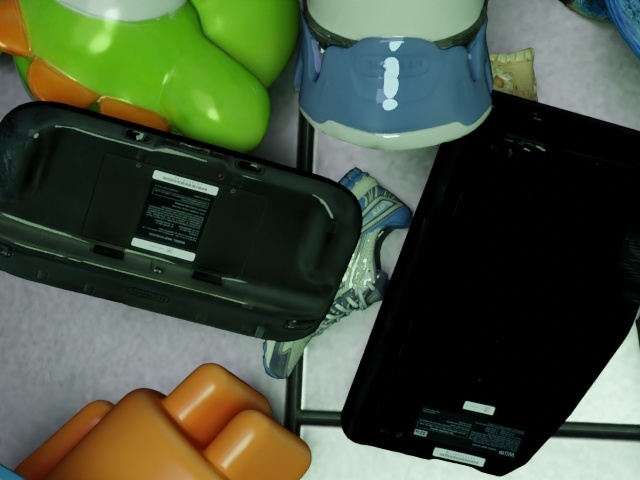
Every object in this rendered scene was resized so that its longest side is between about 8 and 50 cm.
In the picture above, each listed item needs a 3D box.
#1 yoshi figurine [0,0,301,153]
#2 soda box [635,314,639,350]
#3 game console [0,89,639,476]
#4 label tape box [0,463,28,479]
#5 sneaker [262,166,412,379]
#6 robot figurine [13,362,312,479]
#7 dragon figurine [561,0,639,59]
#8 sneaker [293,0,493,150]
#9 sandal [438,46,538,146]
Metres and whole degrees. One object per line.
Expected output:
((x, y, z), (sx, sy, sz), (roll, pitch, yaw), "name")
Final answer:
((-0.151, -0.184, 0.909), (0.203, 0.203, 0.362), (-43, 86, -13), "yoshi figurine")
((0.244, 0.170, 0.841), (0.091, 0.098, 0.286), (-10, 81, 7), "soda box")
((0.000, 0.000, 0.828), (0.361, 0.044, 0.213), (15, 114, -11), "game console")
((-0.191, 0.285, 0.800), (0.249, 0.115, 0.348), (27, 120, 11), "label tape box")
((0.011, 0.026, 0.918), (0.058, 0.052, 0.135), (28, 88, 7), "sneaker")
((-0.106, 0.173, 0.875), (0.158, 0.128, 0.219), (44, 91, -2), "robot figurine")
((0.202, -0.130, 0.861), (0.085, 0.144, 0.289), (-34, 79, 3), "dragon figurine")
((0.041, -0.209, 0.806), (0.127, 0.182, 0.315), (0, 40, -4), "sneaker")
((0.086, -0.095, 0.903), (0.079, 0.088, 0.240), (-42, 74, 7), "sandal")
